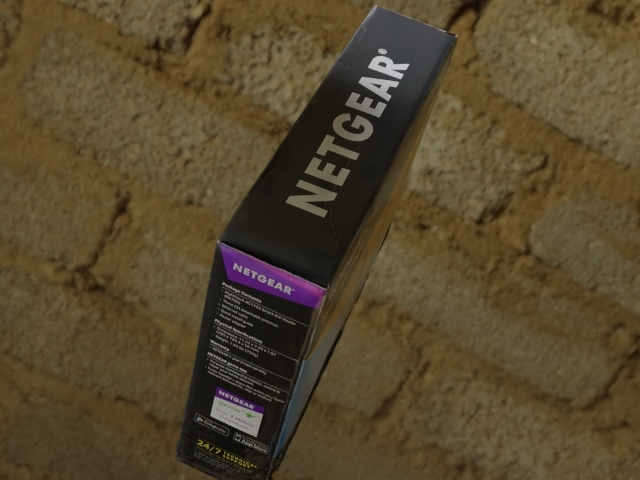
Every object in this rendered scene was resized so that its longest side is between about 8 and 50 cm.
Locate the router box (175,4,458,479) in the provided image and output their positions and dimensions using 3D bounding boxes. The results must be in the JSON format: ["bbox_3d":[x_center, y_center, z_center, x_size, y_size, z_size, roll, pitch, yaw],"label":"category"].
[{"bbox_3d":[0.000,0.000,0.435,0.046,0.133,0.179,22,45,6],"label":"router box"}]
